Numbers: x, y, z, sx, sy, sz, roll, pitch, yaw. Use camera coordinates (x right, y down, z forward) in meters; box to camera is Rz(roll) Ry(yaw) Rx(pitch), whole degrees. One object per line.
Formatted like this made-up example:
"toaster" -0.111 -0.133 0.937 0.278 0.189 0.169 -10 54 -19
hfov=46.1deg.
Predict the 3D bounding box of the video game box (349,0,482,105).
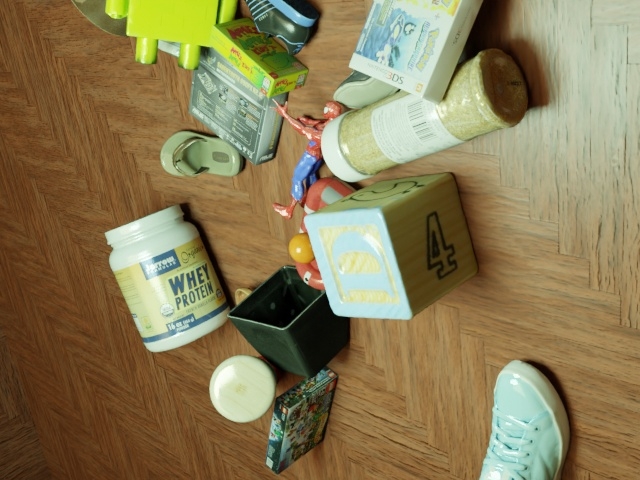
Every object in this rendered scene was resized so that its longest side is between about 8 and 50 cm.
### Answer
"video game box" 0.143 -0.326 1.117 0.187 0.048 0.205 36 110 45

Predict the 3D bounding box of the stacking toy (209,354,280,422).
"stacking toy" -0.155 0.318 1.719 0.141 0.141 0.330 59 180 4

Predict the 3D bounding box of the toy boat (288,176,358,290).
"toy boat" 0.000 0.000 1.457 0.151 0.151 0.231 38 134 28

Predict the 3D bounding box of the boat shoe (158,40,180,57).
"boat shoe" -0.321 -0.445 1.620 0.227 0.079 0.081 36 101 49

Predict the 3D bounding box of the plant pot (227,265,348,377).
"plant pot" -0.047 0.181 1.599 0.188 0.187 0.166 5 128 46

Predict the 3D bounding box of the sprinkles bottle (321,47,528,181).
"sprinkles bottle" 0.154 -0.190 1.211 0.355 0.121 0.121 -15 99 49

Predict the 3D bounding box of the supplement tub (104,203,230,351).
"supplement tub" -0.378 0.089 1.853 0.228 0.228 0.316 -13 101 50

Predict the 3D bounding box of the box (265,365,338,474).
"box" -0.044 0.413 1.727 0.044 0.159 0.233 35 133 30

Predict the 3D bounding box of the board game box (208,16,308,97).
"board game box" -0.120 -0.352 1.437 0.181 0.092 0.043 45 137 21

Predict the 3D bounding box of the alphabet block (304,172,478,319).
"alphabet block" 0.123 0.009 1.295 0.192 0.197 0.193 -1 110 47

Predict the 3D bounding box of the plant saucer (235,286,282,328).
"plant saucer" -0.131 0.193 1.760 0.200 0.037 0.200 46 155 29

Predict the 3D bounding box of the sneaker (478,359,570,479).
"sneaker" 0.342 0.392 1.309 0.135 0.150 0.365 10 118 43

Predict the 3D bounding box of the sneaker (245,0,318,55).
"sneaker" -0.106 -0.436 1.385 0.232 0.081 0.090 45 130 18

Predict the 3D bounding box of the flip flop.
"flip flop" -0.285 -0.187 1.716 0.277 0.080 0.112 12 119 43

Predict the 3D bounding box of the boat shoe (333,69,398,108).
"boat shoe" 0.098 -0.283 1.285 0.206 0.075 0.064 -19 54 55

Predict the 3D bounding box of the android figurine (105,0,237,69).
"android figurine" -0.281 -0.470 1.440 0.056 0.248 0.272 -125 40 -64

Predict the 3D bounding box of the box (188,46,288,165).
"box" -0.175 -0.292 1.558 0.231 0.056 0.183 38 133 27

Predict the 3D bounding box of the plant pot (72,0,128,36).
"plant pot" -0.367 -0.565 1.523 0.230 0.215 0.215 -23 93 32

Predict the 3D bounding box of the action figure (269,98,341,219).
"action figure" -0.043 -0.181 1.449 0.139 0.091 0.280 43 137 10
